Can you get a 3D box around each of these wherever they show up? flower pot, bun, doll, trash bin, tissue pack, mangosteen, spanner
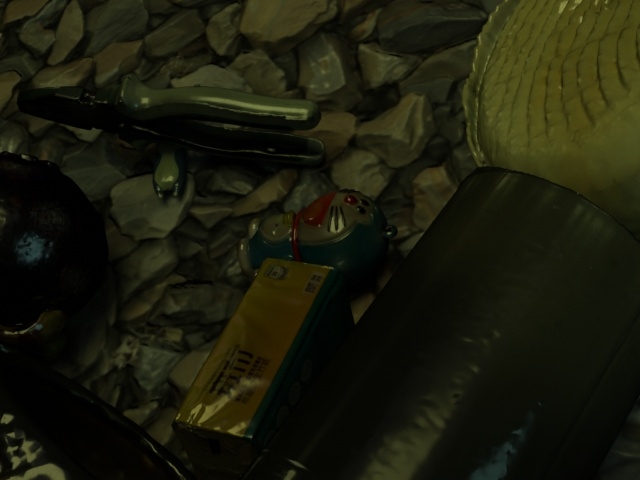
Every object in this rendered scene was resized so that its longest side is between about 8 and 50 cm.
[{"bbox_3d":[-0.225,0.254,0.706,0.266,0.266,0.267,37,84,34],"label":"flower pot"},{"bbox_3d":[0.299,-0.139,0.809,0.364,0.202,0.364,-38,31,28],"label":"bun"},{"bbox_3d":[-0.160,-0.095,1.053,0.037,0.027,0.125,-8,55,4],"label":"doll"},{"bbox_3d":[0.108,0.119,0.712,0.301,0.203,0.252,-52,23,-20],"label":"trash bin"},{"bbox_3d":[-0.040,0.113,0.801,0.082,0.120,0.169,12,53,23],"label":"tissue pack"},{"bbox_3d":[0.000,0.000,0.904,0.151,0.085,0.114,-6,36,27],"label":"doll"},{"bbox_3d":[-0.299,0.033,0.930,0.194,0.194,0.231,4,84,21],"label":"mangosteen"},{"bbox_3d":[-0.155,-0.124,0.999,0.324,0.096,0.040,7,59,11],"label":"spanner"}]
